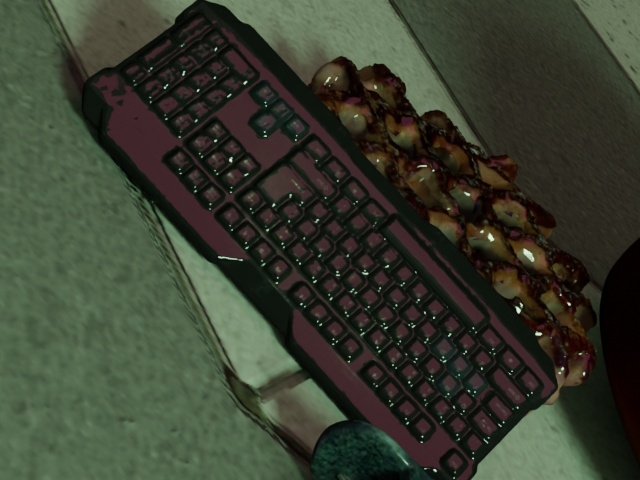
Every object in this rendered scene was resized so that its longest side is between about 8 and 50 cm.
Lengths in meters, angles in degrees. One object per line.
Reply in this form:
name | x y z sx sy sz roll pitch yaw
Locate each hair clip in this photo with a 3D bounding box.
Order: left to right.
hair clip | 0.109 0.166 0.663 0.275 0.048 0.083 31 27 -28

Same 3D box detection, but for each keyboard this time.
keyboard | 0.000 0.000 0.711 0.106 0.016 0.262 -41 86 -25

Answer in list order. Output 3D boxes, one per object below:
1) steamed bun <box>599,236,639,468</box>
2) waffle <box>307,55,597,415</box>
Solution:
steamed bun | 0.300 0.078 0.834 0.248 0.235 0.379 39 28 -22
waffle | 0.062 -0.002 0.818 0.234 0.055 0.221 40 31 -2
